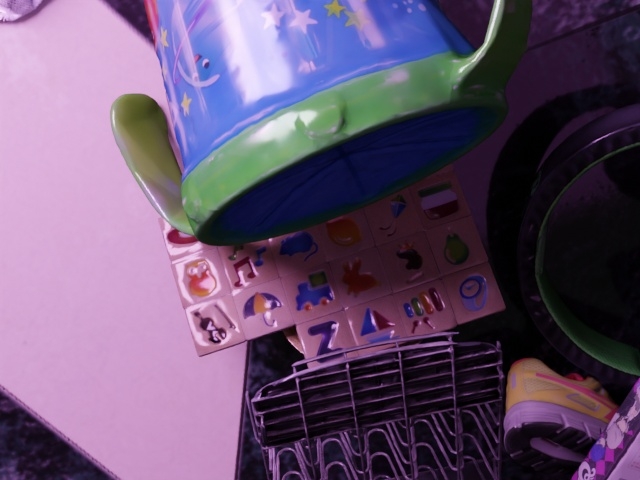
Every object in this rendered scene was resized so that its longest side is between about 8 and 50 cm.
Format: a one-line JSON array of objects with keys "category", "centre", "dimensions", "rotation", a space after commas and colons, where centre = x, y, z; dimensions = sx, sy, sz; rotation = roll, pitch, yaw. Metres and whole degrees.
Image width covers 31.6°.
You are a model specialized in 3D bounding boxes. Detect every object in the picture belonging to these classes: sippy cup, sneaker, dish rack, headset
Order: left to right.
[{"category": "sippy cup", "centre": [-0.018, -0.143, 0.789], "dimensions": [0.305, 0.240, 0.224], "rotation": [-22, 81, -1]}, {"category": "dish rack", "centre": [0.047, 0.162, 0.885], "dimensions": [0.208, 0.074, 0.272], "rotation": [-12, 133, -4]}, {"category": "sneaker", "centre": [0.235, 0.158, 0.963], "dimensions": [0.208, 0.094, 0.081], "rotation": [30, 126, -32]}, {"category": "headset", "centre": [0.350, 0.025, 0.871], "dimensions": [0.394, 0.185, 0.244], "rotation": [3, 116, 8]}]

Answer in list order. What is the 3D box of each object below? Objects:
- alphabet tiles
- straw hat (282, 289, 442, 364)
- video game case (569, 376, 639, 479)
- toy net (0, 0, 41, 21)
[{"category": "alphabet tiles", "centre": [0.000, 0.000, 0.889], "dimensions": [0.237, 0.009, 0.198], "rotation": [-18, 74, -1]}, {"category": "straw hat", "centre": [0.035, 0.047, 0.920], "dimensions": [0.144, 0.061, 0.145], "rotation": [-3, 64, 6]}, {"category": "video game case", "centre": [0.307, 0.230, 0.921], "dimensions": [0.232, 0.042, 0.210], "rotation": [19, 115, -16]}, {"category": "toy net", "centre": [-0.216, -0.276, 0.836], "dimensions": [0.122, 0.045, 0.232], "rotation": [25, 99, -11]}]
